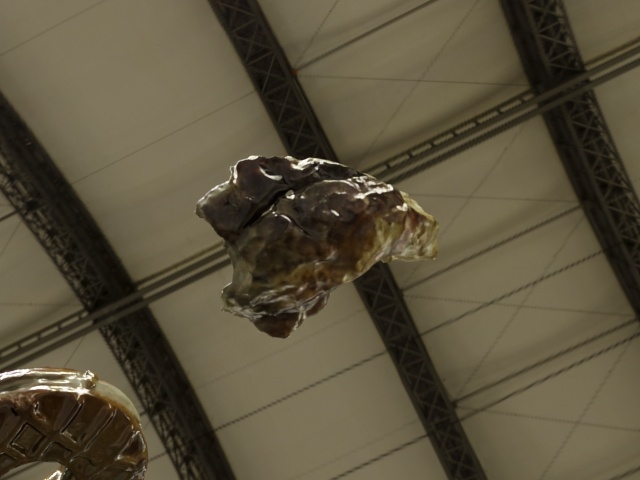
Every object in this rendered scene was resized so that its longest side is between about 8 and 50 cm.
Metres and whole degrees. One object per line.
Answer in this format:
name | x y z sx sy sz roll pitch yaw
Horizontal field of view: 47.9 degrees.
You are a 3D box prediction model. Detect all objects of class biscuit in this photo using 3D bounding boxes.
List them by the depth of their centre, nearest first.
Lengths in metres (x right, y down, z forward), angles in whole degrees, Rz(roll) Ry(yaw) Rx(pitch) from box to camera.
biscuit | -0.401 0.323 0.991 0.331 0.103 0.332 -13 -60 -23

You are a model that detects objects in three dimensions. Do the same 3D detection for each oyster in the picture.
oyster | 0.005 0.005 0.816 0.271 0.100 0.275 -39 -46 -7
